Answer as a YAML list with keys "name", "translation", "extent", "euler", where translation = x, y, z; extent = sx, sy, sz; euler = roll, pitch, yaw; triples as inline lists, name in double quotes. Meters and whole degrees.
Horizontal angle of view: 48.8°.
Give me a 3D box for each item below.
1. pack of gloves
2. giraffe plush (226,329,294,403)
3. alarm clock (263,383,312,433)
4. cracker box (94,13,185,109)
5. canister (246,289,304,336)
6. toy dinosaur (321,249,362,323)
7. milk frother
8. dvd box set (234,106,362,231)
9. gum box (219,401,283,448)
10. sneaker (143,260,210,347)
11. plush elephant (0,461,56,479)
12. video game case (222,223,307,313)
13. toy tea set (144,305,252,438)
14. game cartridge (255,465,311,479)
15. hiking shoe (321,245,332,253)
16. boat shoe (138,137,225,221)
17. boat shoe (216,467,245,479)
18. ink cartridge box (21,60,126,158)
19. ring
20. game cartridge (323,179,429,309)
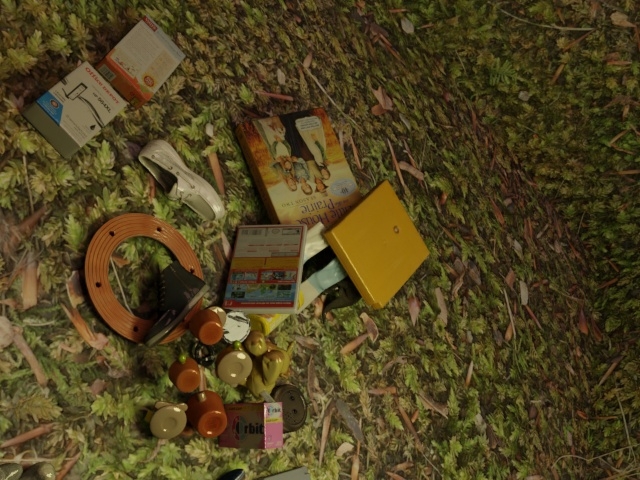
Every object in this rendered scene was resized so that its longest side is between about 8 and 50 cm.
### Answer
- name: "pack of gloves"
  translation: [-0.032, 0.090, 2.045]
  extent: [0.195, 0.232, 0.046]
  euler: [50, 3, -25]
- name: "giraffe plush"
  translation: [-0.143, 0.327, 1.876]
  extent: [0.210, 0.181, 0.170]
  euler: [61, 24, -2]
- name: "alarm clock"
  translation: [-0.107, 0.460, 1.918]
  extent: [0.192, 0.064, 0.130]
  euler: [1, 72, -44]
- name: "cracker box"
  translation: [-0.490, -0.492, 1.935]
  extent: [0.156, 0.067, 0.232]
  euler: [47, 45, -23]
- name: "canister"
  translation: [-0.144, 0.188, 1.952]
  extent: [0.170, 0.126, 0.073]
  euler: [-39, 131, -46]
- name: "toy dinosaur"
  translation: [0.094, 0.118, 2.161]
  extent: [0.160, 0.121, 0.314]
  euler: [19, 83, -16]
- name: "milk frother"
  translation: [-0.253, 0.246, 1.776]
  extent: [0.129, 0.134, 0.143]
  euler: [-23, 103, -30]
- name: "dvd box set"
  translation: [-0.050, -0.193, 2.162]
  extent: [0.307, 0.062, 0.421]
  euler: [-15, 76, -28]
- name: "gum box"
  translation: [-0.178, 0.457, 1.748]
  extent: [0.062, 0.188, 0.107]
  euler: [10, 73, -45]
- name: "sneaker"
  translation: [-0.381, 0.155, 1.715]
  extent: [0.118, 0.083, 0.222]
  euler: [41, 51, -2]
- name: "plush elephant"
  translation: [-0.564, 0.523, 1.238]
  extent: [0.329, 0.255, 0.272]
  euler: [15, 62, -43]
- name: "video game case"
  translation: [-0.150, 0.075, 1.942]
  extent: [0.025, 0.203, 0.285]
  euler: [77, 16, -52]
- name: "toy tea set"
  translation: [-0.283, 0.317, 1.682]
  extent: [0.200, 0.124, 0.336]
  euler: [21, 97, -29]
- name: "game cartridge"
  translation: [-0.083, 0.750, 1.816]
  extent: [0.198, 0.062, 0.298]
  euler: [1, 72, -43]
- name: "hiking shoe"
  translation: [0.000, 0.000, 2.224]
  extent: [0.304, 0.113, 0.132]
  euler: [39, 55, -16]
- name: "boat shoe"
  translation: [-0.376, -0.142, 1.880]
  extent: [0.277, 0.098, 0.096]
  euler: [45, 45, -10]
- name: "boat shoe"
  translation: [-0.241, 0.628, 1.697]
  extent: [0.183, 0.066, 0.066]
  euler: [-39, 107, -39]
- name: "ink cartridge box"
  translation: [-0.597, -0.322, 1.725]
  extent: [0.148, 0.085, 0.203]
  euler: [48, 44, -20]
- name: "ring"
  translation: [-0.434, 0.095, 1.753]
  extent: [0.336, 0.032, 0.337]
  euler: [23, 56, -39]
- name: "game cartridge"
  translation: [0.176, 0.011, 2.126]
  extent: [0.323, 0.052, 0.285]
  euler: [-42, 105, -40]
